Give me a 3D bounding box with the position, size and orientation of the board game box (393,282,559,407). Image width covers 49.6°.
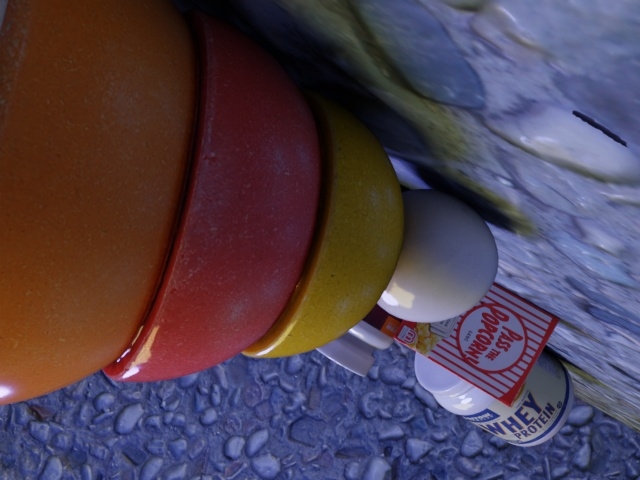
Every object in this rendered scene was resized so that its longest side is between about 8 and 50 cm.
[{"bbox_3d":[0.228,0.131,1.024,0.193,0.147,0.045,29,177,13],"label":"board game box"}]

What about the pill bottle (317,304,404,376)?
[{"bbox_3d":[0.084,0.094,1.095,0.121,0.221,0.121,30,177,1],"label":"pill bottle"}]

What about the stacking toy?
[{"bbox_3d":[-0.056,-0.013,0.524,0.479,0.351,0.350,14,-175,-25],"label":"stacking toy"}]

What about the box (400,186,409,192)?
[{"bbox_3d":[0.063,0.000,0.803,0.153,0.108,0.207,30,177,21],"label":"box"}]

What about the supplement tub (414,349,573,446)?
[{"bbox_3d":[0.400,0.316,1.604,0.324,0.235,0.235,32,177,-28],"label":"supplement tub"}]
